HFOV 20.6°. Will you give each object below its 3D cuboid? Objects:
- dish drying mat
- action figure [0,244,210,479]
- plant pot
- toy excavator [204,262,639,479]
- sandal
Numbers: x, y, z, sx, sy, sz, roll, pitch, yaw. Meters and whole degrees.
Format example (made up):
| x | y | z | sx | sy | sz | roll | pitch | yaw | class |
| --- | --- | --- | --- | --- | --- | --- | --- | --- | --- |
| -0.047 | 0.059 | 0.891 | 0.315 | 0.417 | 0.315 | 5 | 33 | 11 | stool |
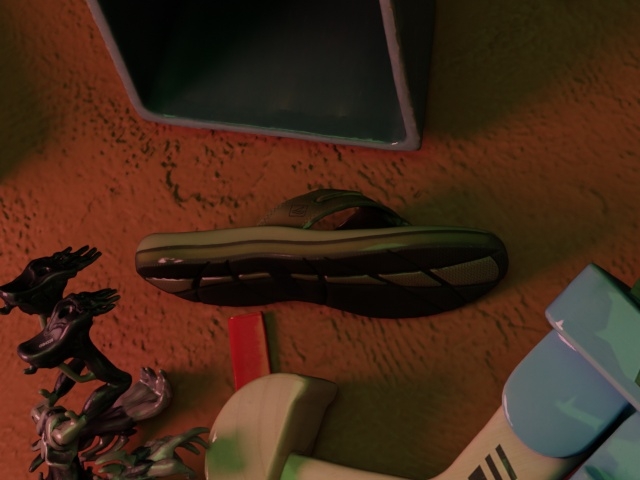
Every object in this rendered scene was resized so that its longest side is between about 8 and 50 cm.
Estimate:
| x | y | z | sx | sy | sz | roll | pitch | yaw | class |
| --- | --- | --- | --- | --- | --- | --- | --- | --- | --- |
| -0.056 | 0.101 | 1.439 | 0.032 | 0.008 | 0.083 | -11 | 75 | 10 | dish drying mat |
| -0.162 | 0.152 | 1.363 | 0.141 | 0.276 | 0.164 | -19 | 29 | -20 | action figure |
| -0.027 | -0.251 | 1.409 | 0.247 | 0.247 | 0.252 | 7 | 64 | 14 | plant pot |
| 0.185 | 0.154 | 1.285 | 0.433 | 0.222 | 0.445 | 44 | 97 | 20 | toy excavator |
| -0.002 | -0.001 | 1.402 | 0.302 | 0.120 | 0.086 | 2 | 63 | 13 | sandal |
